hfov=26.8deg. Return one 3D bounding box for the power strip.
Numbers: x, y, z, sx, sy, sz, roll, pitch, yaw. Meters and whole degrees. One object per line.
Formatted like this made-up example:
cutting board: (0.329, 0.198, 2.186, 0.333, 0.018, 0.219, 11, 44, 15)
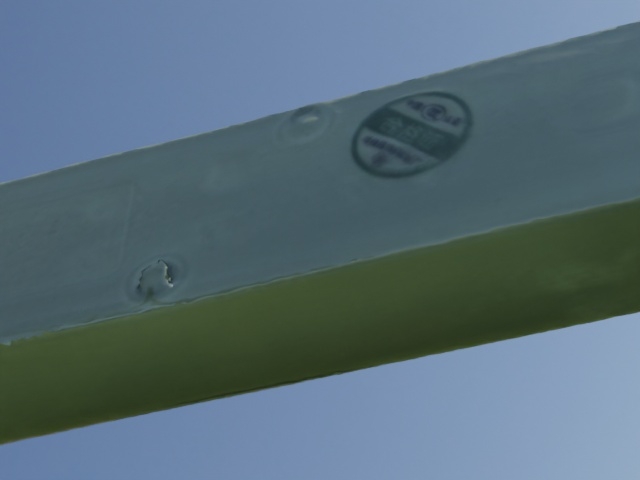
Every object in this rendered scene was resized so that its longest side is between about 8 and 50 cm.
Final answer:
power strip: (0.000, 0.000, 0.466, 0.385, 0.091, 0.062, -13, -49, 13)
